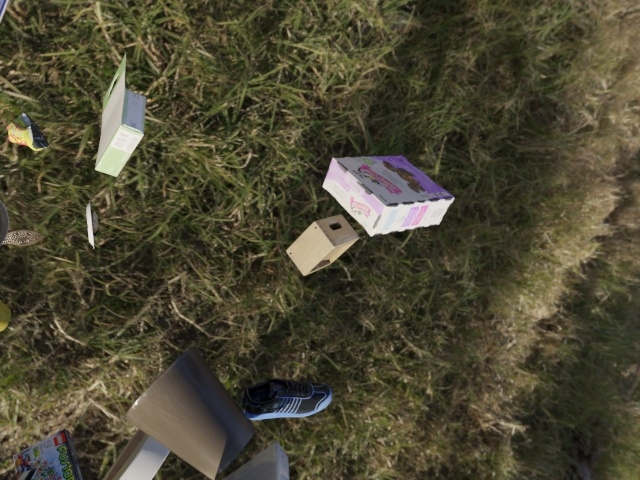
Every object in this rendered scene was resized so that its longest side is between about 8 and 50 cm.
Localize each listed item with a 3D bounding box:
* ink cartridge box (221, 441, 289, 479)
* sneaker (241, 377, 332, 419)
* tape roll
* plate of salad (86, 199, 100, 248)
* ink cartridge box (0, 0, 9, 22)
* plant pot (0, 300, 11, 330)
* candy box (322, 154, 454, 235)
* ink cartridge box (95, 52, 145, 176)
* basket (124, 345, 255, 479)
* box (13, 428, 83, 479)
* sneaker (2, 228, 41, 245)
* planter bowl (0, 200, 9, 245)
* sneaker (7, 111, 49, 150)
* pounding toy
[{"bbox_3d":[-0.150,0.532,0.806,0.189,0.232,0.066,-34,101,-3],"label":"ink cartridge box"},{"bbox_3d":[-0.081,0.391,1.032,0.233,0.081,0.090,-7,126,-13],"label":"sneaker"},{"bbox_3d":[-0.516,0.615,1.170,0.072,0.392,0.391,38,64,-10],"label":"tape roll"},{"bbox_3d":[-0.916,-0.066,1.651,0.048,0.200,0.199,-6,100,-29],"label":"plate of salad"},{"bbox_3d":[-0.478,-0.514,0.635,0.072,0.304,0.306,22,52,-42],"label":"ink cartridge box"},{"bbox_3d":[-0.899,0.205,1.089,0.095,0.134,0.134,37,67,-60],"label":"plant pot"},{"bbox_3d":[0.132,-0.095,0.799,0.197,0.164,0.070,-10,136,-36],"label":"candy box"},{"bbox_3d":[-0.468,-0.294,0.960,0.056,0.171,0.234,17,52,-39],"label":"ink cartridge box"},{"bbox_3d":[-0.265,0.382,0.883,0.204,0.227,0.154,-49,174,-6],"label":"basket"},{"bbox_3d":[-0.606,0.553,0.922,0.114,0.207,0.036,-25,146,-25],"label":"box"},{"bbox_3d":[-1.133,-0.019,1.482,0.189,0.071,0.066,-7,120,-39],"label":"sneaker"},{"bbox_3d":[-0.853,-0.042,0.960,0.162,0.109,0.161,5,90,-82],"label":"planter bowl"},{"bbox_3d":[-0.985,-0.347,1.362,0.094,0.208,0.081,-37,143,-15],"label":"sneaker"},{"bbox_3d":[0.000,0.000,0.927,0.100,0.130,0.141,54,34,12],"label":"pounding toy"}]
